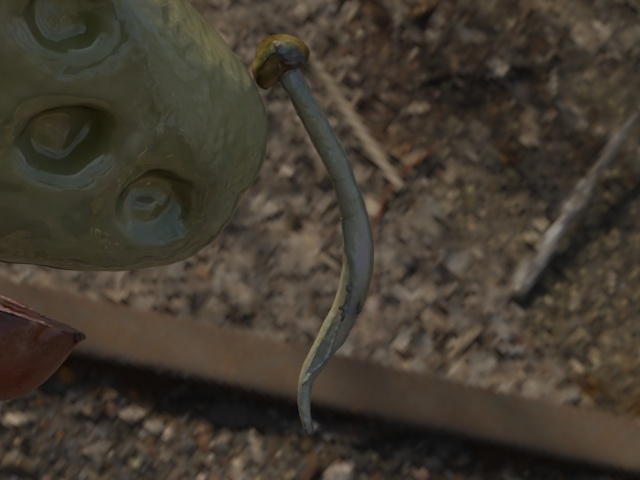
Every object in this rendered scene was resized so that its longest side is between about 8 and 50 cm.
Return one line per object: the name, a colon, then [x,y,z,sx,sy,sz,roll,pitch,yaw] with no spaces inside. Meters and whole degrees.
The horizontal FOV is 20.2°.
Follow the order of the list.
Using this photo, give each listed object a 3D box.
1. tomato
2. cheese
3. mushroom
tomato: [-0.285,0.066,1.334,0.225,0.225,0.085,21,84,-14]
cheese: [-0.163,-0.133,1.078,0.328,0.351,0.129,13,33,-20]
mushroom: [0.001,-0.001,1.280,0.068,0.306,0.043,-1,24,17]
